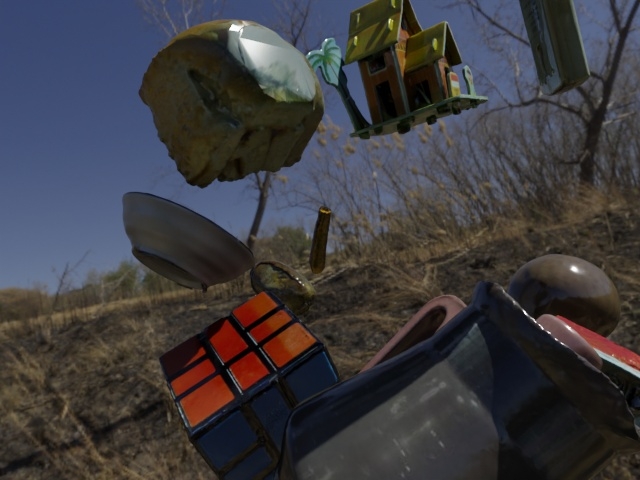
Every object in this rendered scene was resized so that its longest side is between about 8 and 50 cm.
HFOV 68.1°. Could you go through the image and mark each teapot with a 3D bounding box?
[{"bbox_3d":[0.150,0.225,0.576,0.361,0.305,0.376,-42,18,4],"label":"teapot"}]

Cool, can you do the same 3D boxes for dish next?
[{"bbox_3d":[-0.298,0.027,1.000,0.316,0.106,0.316,21,-22,9],"label":"dish"}]

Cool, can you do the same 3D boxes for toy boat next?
[{"bbox_3d":[0.565,0.293,0.926,0.133,0.331,0.145,-55,-10,-32],"label":"toy boat"}]

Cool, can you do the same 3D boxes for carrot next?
[{"bbox_3d":[0.000,0.000,1.112,0.042,0.171,0.042,7,29,-4],"label":"carrot"}]

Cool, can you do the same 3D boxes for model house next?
[{"bbox_3d":[0.164,-0.426,1.101,0.300,0.324,0.340,-12,4,39],"label":"model house"}]

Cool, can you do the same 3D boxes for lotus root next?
[{"bbox_3d":[-0.139,0.171,1.746,0.274,0.160,0.152,28,5,24],"label":"lotus root"}]

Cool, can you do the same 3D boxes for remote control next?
[{"bbox_3d":[0.252,-0.284,0.540,0.038,0.234,0.098,-15,7,13],"label":"remote control"}]

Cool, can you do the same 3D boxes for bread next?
[{"bbox_3d":[-0.131,-0.291,0.981,0.264,0.240,0.395,-38,-10,38],"label":"bread"}]

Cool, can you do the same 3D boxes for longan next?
[{"bbox_3d":[0.686,0.178,1.349,0.296,0.298,0.297,-11,-7,-1],"label":"longan"}]

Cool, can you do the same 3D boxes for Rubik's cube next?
[{"bbox_3d":[-0.119,0.318,0.961,0.283,0.289,0.293,-31,31,-15],"label":"Rubik's cube"}]
